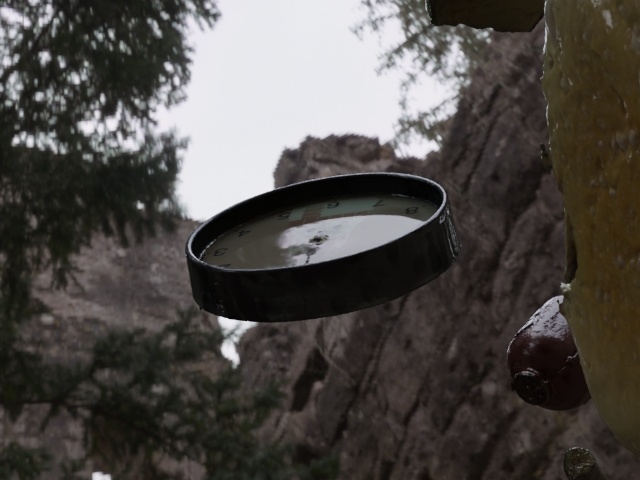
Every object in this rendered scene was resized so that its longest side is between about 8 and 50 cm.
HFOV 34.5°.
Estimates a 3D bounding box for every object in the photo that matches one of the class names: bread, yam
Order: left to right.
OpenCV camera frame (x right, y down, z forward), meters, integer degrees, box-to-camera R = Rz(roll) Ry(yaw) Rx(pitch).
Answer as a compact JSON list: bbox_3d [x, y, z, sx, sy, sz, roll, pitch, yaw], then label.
[{"bbox_3d":[0.250,-0.336,1.319,0.232,0.064,0.172,-24,-35,21],"label":"bread"},{"bbox_3d":[0.333,0.295,1.287,0.043,0.043,0.094,-34,-46,7],"label":"yam"},{"bbox_3d":[0.147,-0.009,0.400,0.038,0.182,0.251,-13,-76,-15],"label":"bread"}]

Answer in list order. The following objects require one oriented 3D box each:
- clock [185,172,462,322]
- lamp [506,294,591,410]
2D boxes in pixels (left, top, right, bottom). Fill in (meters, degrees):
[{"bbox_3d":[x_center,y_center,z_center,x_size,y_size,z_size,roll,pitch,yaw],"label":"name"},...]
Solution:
[{"bbox_3d":[0.000,0.000,1.424,0.386,0.386,0.077,-14,-71,-6],"label":"clock"},{"bbox_3d":[0.443,0.195,1.845,0.258,0.180,0.180,-38,-47,-35],"label":"lamp"}]
